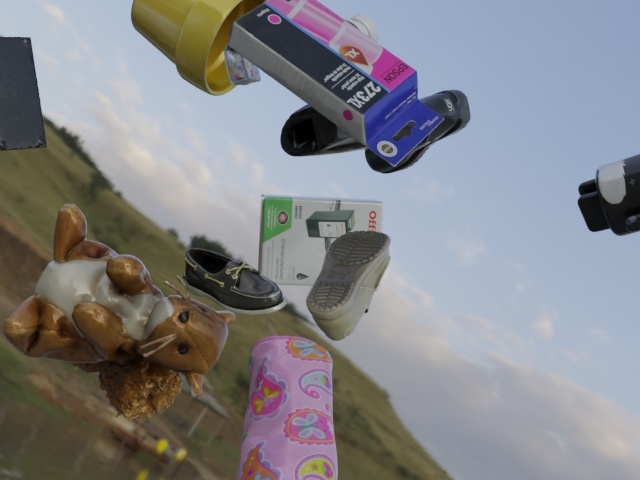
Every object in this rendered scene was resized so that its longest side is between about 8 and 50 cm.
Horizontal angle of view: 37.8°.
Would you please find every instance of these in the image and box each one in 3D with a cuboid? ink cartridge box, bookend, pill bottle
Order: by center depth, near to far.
[{"bbox_3d":[-0.472,-0.201,1.344,0.072,0.156,0.157,-11,5,-41],"label":"bookend"},{"bbox_3d":[0.035,-0.293,1.624,0.371,0.176,0.069,39,-38,10],"label":"ink cartridge box"},{"bbox_3d":[0.044,-0.429,2.068,0.108,0.180,0.108,30,-38,26],"label":"pill bottle"},{"bbox_3d":[0.000,0.000,2.234,0.289,0.211,0.121,1,5,-8],"label":"ink cartridge box"}]

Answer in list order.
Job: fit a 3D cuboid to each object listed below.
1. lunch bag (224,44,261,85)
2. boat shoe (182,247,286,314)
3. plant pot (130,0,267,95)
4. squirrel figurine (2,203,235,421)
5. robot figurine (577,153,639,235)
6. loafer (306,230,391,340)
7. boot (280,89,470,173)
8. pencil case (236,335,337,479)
[{"bbox_3d":[-0.159,-0.360,1.895,0.053,0.083,0.071,-15,1,19],"label":"lunch bag"},{"bbox_3d":[-0.149,0.066,1.550,0.228,0.081,0.068,14,-61,41],"label":"boat shoe"},{"bbox_3d":[-0.274,-0.483,2.058,0.239,0.254,0.254,31,-13,15],"label":"plant pot"},{"bbox_3d":[-0.354,0.175,1.813,0.371,0.281,0.397,14,-34,9],"label":"squirrel figurine"},{"bbox_3d":[0.726,-0.106,2.095,0.278,0.209,0.174,-17,-23,26],"label":"robot figurine"},{"bbox_3d":[0.048,0.073,1.591,0.102,0.268,0.092,10,-56,22],"label":"loafer"},{"bbox_3d":[0.091,-0.244,2.254,0.367,0.445,0.146,-35,-104,49],"label":"boot"},{"bbox_3d":[-0.039,0.246,1.159,0.124,0.124,0.284,40,27,-26],"label":"pencil case"}]
